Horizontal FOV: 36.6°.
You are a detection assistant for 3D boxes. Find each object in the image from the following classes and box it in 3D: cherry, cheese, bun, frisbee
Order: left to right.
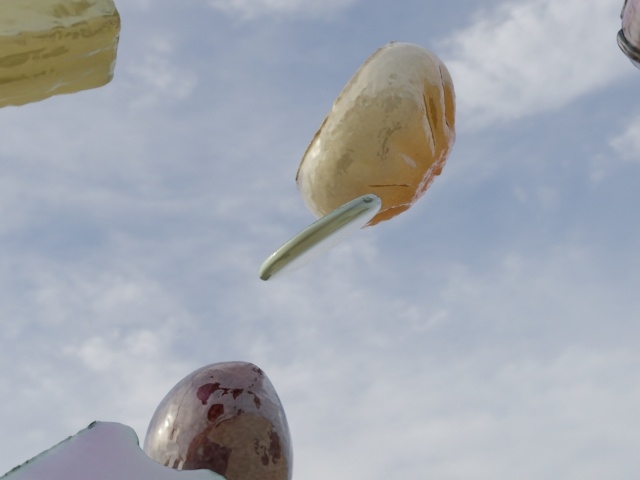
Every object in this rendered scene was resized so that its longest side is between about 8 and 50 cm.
[{"bbox_3d":[-0.356,-0.239,0.907,0.265,0.243,0.124,-19,-21,-27],"label":"cheese"},{"bbox_3d":[-0.102,0.213,0.993,0.140,0.176,0.176,-17,-26,-39],"label":"cherry"},{"bbox_3d":[0.000,0.000,0.731,0.110,0.014,0.110,-34,-7,-5],"label":"frisbee"},{"bbox_3d":[0.105,-0.139,1.414,0.164,0.299,0.299,34,-41,8],"label":"bun"}]

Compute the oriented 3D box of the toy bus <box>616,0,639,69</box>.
[{"bbox_3d":[0.362,-0.289,0.876,0.127,0.303,0.147,18,-30,14],"label":"toy bus"}]

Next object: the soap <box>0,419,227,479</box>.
[{"bbox_3d":[-0.215,0.330,0.849,0.156,0.261,0.446,32,-38,10],"label":"soap"}]
